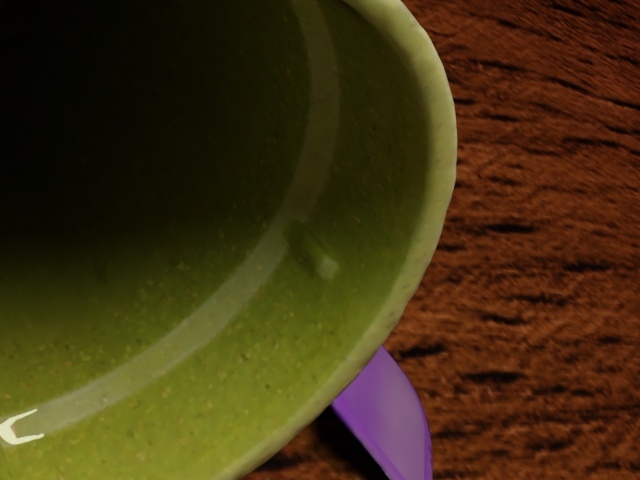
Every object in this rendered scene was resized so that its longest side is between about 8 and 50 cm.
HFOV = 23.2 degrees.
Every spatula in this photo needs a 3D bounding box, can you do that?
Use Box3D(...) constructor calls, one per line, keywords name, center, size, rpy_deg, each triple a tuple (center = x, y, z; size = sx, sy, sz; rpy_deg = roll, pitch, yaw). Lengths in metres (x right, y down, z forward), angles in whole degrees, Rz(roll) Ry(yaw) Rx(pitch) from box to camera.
Box3D(name="spatula", center=(0.000, 0.000, 0.700), size=(0.084, 0.030, 0.296), rpy_deg=(-83, 158, -53))

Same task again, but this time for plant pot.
Box3D(name="plant pot", center=(-0.133, -0.060, 0.550), size=(0.276, 0.276, 0.254), rpy_deg=(11, 34, -42))

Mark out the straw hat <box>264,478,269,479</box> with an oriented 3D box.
Box3D(name="straw hat", center=(-0.024, 0.164, 0.570), size=(0.061, 0.144, 0.144), rpy_deg=(-19, 61, -9))
